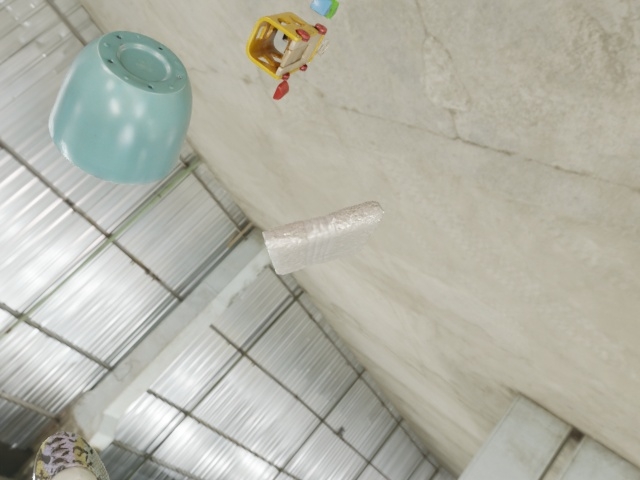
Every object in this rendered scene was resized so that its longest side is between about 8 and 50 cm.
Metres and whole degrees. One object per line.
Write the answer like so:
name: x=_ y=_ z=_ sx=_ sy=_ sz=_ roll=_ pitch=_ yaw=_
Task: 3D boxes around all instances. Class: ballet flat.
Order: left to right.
ballet flat: x=-0.135 y=0.165 z=0.261 sx=0.041 sy=0.041 sz=0.114 roll=98 pitch=153 yaw=-73

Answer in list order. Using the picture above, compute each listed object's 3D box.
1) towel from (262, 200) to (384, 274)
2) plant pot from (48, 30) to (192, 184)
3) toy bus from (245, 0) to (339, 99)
towel: x=0.000 y=0.000 z=0.802 sx=0.282 sy=0.187 sz=0.049 roll=105 pitch=147 yaw=-78
plant pot: x=-0.423 y=-0.311 z=1.026 sx=0.293 sy=0.293 sz=0.235 roll=43 pitch=132 yaw=-3
toy bus: x=-0.066 y=-0.401 z=0.918 sx=0.104 sy=0.191 sz=0.202 roll=36 pitch=170 yaw=-2
